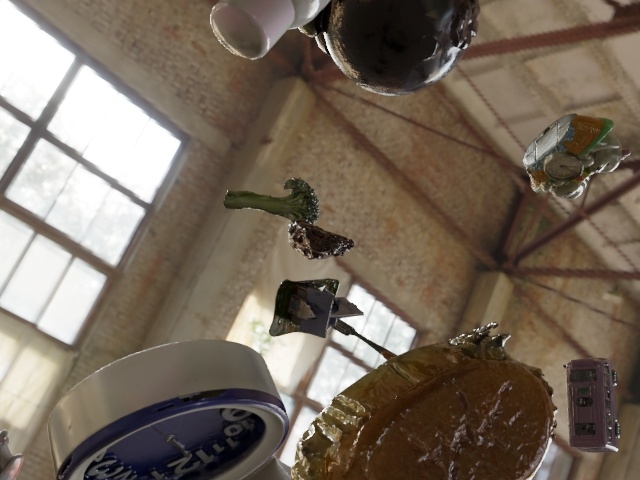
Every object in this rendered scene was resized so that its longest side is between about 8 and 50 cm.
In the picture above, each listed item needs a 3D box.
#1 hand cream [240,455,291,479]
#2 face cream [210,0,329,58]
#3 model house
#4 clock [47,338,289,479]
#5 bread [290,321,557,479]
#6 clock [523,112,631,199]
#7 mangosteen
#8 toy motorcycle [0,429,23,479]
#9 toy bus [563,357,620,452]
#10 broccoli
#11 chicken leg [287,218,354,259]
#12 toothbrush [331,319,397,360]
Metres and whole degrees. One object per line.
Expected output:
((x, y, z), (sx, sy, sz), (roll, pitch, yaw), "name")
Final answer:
((-0.048, 0.427, 1.574), (0.314, 0.139, 0.089), (35, 21, -44), "hand cream")
((-0.002, -0.260, 0.822), (0.082, 0.269, 0.082), (27, -30, 17), "face cream")
((0.000, 0.136, 1.748), (0.088, 0.117, 0.167), (20, 11, 42), "model house")
((-0.151, 0.189, 0.935), (0.083, 0.230, 0.230), (64, 0, 30), "clock")
((0.152, 0.278, 1.270), (0.183, 0.388, 0.236), (17, -49, 58), "bread")
((0.477, -0.154, 1.780), (0.144, 0.103, 0.231), (26, -36, -16), "clock")
((0.112, -0.428, 1.706), (0.359, 0.306, 0.306), (23, -19, 25), "mangosteen")
((-0.416, 0.349, 1.110), (0.170, 0.260, 0.110), (22, 3, 11), "toy motorcycle")
((0.571, 0.345, 1.993), (0.096, 0.199, 0.108), (-9, -19, 32), "toy bus")
((-0.101, -0.078, 1.973), (0.204, 0.118, 0.122), (9, -3, 4), "broccoli")
((-0.006, -0.001, 1.403), (0.093, 0.053, 0.205), (6, 10, -16), "chicken leg")
((0.152, 0.239, 1.851), (0.321, 0.023, 0.031), (30, 23, 17), "toothbrush")
